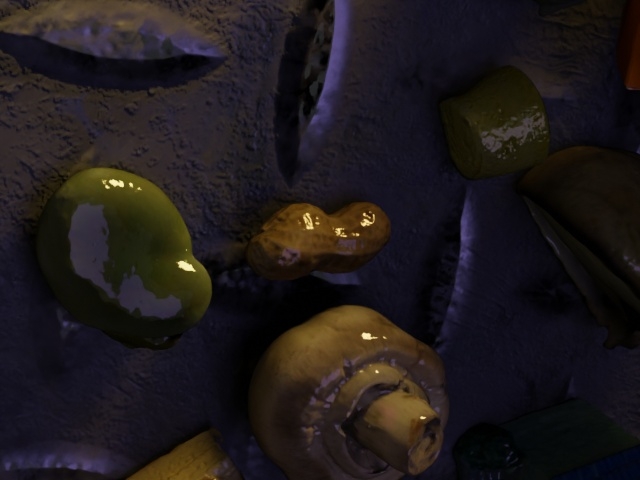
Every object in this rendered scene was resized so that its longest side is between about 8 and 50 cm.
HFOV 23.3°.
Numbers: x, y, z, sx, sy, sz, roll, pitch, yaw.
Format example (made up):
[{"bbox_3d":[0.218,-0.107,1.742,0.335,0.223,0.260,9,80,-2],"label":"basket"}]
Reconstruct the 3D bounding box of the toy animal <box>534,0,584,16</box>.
[{"bbox_3d":[0.260,-0.398,1.790,0.127,0.125,0.251,-24,104,13],"label":"toy animal"}]

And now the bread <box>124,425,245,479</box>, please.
[{"bbox_3d":[-0.168,0.381,1.843,0.246,0.111,0.239,-34,126,-18],"label":"bread"}]

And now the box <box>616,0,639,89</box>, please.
[{"bbox_3d":[0.525,-0.284,1.778,0.341,0.143,0.225,4,139,2],"label":"box"}]

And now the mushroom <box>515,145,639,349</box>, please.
[{"bbox_3d":[0.416,0.015,1.982,0.212,0.217,0.292,-36,123,-19],"label":"mushroom"}]

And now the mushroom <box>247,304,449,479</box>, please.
[{"bbox_3d":[0.051,0.207,1.829,0.260,0.234,0.254,-12,119,-27],"label":"mushroom"}]

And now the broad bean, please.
[{"bbox_3d":[-0.216,0.024,1.686,0.169,0.100,0.228,-34,111,-24],"label":"broad bean"}]

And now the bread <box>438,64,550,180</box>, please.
[{"bbox_3d":[0.216,-0.136,1.874,0.114,0.111,0.129,-23,115,-12],"label":"bread"}]

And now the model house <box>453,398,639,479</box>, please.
[{"bbox_3d":[0.376,0.404,2.049,0.251,0.329,0.295,-16,115,-29],"label":"model house"}]

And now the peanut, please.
[{"bbox_3d":[0.000,-0.002,1.810,0.192,0.089,0.089,-7,113,-33],"label":"peanut"}]
